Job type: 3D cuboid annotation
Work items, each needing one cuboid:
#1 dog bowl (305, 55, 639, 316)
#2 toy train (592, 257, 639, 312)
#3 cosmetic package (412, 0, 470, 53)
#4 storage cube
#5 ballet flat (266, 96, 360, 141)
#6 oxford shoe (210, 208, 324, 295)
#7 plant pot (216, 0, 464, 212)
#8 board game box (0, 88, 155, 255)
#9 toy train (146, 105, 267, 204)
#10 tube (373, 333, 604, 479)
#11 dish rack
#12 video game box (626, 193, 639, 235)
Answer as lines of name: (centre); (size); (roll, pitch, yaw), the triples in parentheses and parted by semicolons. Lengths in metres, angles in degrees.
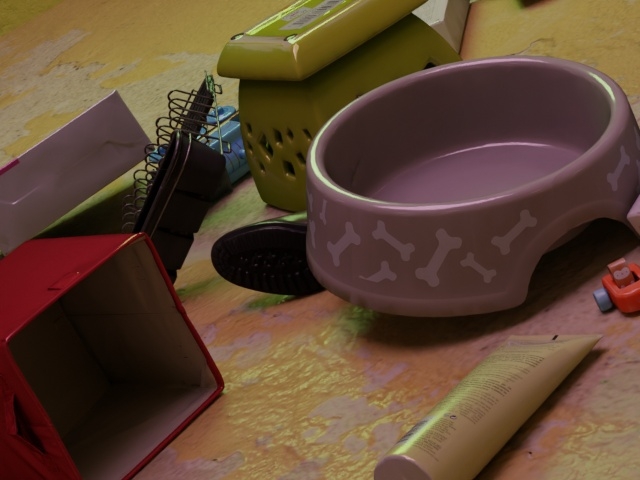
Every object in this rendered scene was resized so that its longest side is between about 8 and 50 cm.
dog bowl: (0.145, -0.065, 1.652); (0.348, 0.102, 0.349); (-10, 30, 6)
toy train: (0.307, 0.019, 1.445); (0.166, 0.046, 0.125); (-24, 21, 5)
cosmetic package: (0.144, -0.298, 2.376); (0.099, 0.060, 0.239); (-20, 21, 19)
storage cube: (-0.246, 0.117, 1.645); (0.193, 0.184, 0.215); (-3, 30, 47)
ballet flat: (0.001, -0.164, 2.207); (0.073, 0.067, 0.206); (-7, 27, 40)
oxford shoe: (0.000, 0.000, 1.805); (0.227, 0.083, 0.096); (-8, 21, 10)
plant pot: (0.029, -0.173, 2.001); (0.228, 0.207, 0.227); (-33, 21, -23)
board game box: (-0.336, -0.082, 2.223); (0.224, 0.097, 0.303); (-35, 5, -9)
toy train: (-0.134, -0.106, 2.214); (0.184, 0.080, 0.105); (-37, 31, -28)
tube: (0.131, 0.132, 1.369); (0.070, 0.062, 0.240); (35, 43, 15)
dish rack: (-0.172, -0.073, 2.001); (0.271, 0.074, 0.208); (-100, 34, -59)
video game box: (0.388, -0.089, 1.537); (0.187, 0.048, 0.205); (-19, 27, 50)
